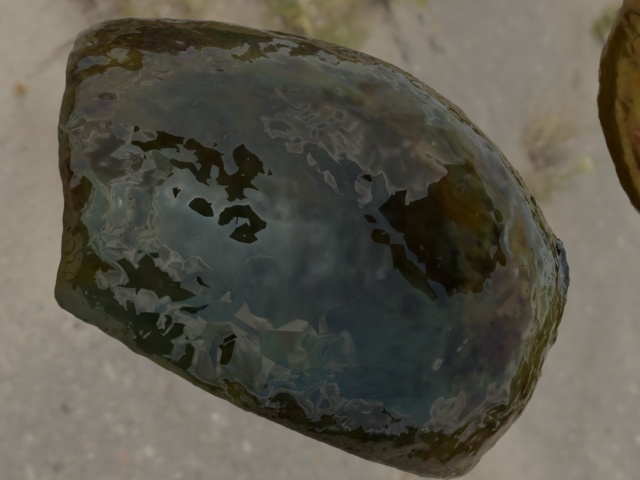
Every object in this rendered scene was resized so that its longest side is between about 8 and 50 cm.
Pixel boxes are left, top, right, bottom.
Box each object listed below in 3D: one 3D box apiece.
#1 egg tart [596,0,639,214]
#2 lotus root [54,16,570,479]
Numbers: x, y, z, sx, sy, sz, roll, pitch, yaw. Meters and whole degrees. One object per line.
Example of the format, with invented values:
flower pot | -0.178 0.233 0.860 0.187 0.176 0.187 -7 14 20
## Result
egg tart | 0.257 -0.082 1.027 0.147 0.202 0.202 -42 107 -46
lotus root | 0.001 0.003 1.063 0.314 0.210 0.142 16 6 -15
